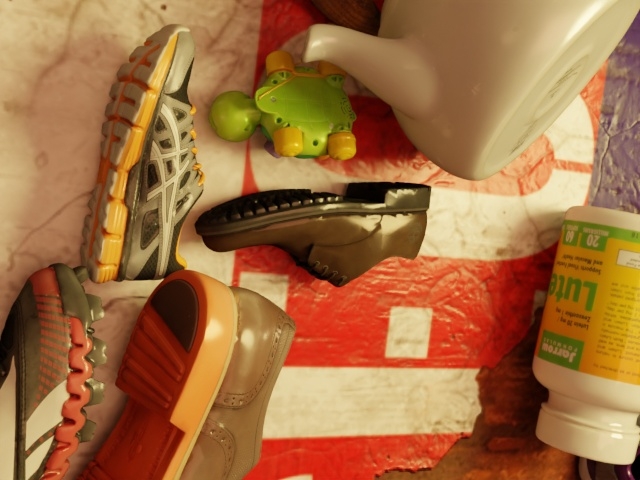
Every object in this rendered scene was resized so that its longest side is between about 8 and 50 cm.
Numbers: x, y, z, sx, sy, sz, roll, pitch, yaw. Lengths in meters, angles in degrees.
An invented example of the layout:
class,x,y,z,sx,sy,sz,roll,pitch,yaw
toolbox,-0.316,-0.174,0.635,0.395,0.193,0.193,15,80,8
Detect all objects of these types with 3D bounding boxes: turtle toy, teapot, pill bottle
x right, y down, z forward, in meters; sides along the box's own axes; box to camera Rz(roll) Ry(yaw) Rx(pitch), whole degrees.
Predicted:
class,x,y,z,sx,sy,sz,roll,pitch,yaw
turtle toy,-0.030,-0.109,0.737,0.130,0.066,0.095,1,73,-23
teapot,0.142,-0.192,0.746,0.187,0.256,0.252,44,101,15
pill bottle,0.298,0.096,0.882,0.136,0.136,0.245,11,92,-26

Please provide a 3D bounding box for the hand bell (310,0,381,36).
class,x,y,z,sx,sy,sz,roll,pitch,yaw
hand bell,-0.028,-0.233,0.716,0.242,0.126,0.126,24,86,-37

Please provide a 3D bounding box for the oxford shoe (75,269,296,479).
class,x,y,z,sx,sy,sz,roll,pitch,yaw
oxford shoe,-0.120,0.211,0.707,0.133,0.130,0.363,20,95,-42

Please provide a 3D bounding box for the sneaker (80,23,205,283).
class,x,y,z,sx,sy,sz,roll,pitch,yaw
sneaker,-0.132,-0.066,0.691,0.083,0.084,0.214,10,102,-29

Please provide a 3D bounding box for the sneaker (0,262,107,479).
class,x,y,z,sx,sy,sz,roll,pitch,yaw
sneaker,-0.248,0.147,0.648,0.135,0.098,0.275,12,93,-29

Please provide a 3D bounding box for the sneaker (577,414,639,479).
class,x,y,z,sx,sy,sz,roll,pitch,yaw
sneaker,0.366,0.186,0.948,0.083,0.098,0.223,14,91,-27

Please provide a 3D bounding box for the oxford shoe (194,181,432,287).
class,x,y,z,sx,sy,sz,roll,pitch,yaw
oxford shoe,0.000,0.000,0.759,0.227,0.083,0.096,-3,102,-24
